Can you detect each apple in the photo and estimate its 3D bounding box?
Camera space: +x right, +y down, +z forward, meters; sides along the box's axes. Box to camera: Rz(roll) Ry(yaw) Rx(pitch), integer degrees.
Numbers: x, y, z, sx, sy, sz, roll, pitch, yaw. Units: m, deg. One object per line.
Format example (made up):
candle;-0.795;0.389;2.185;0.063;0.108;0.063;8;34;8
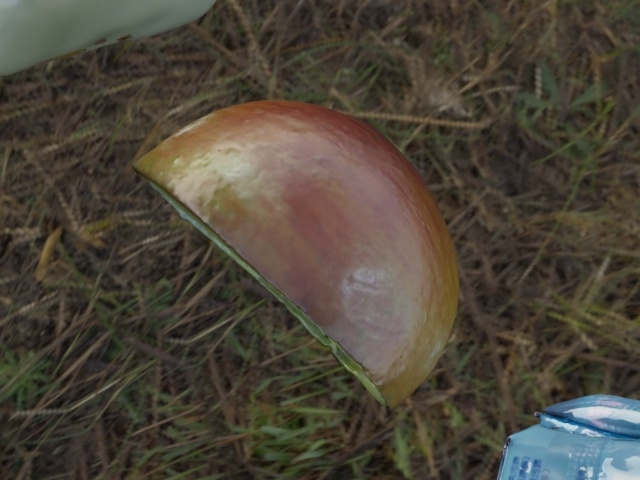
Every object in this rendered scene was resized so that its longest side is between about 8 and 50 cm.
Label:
apple;0.000;0.000;1.138;0.346;0.179;0.254;44;32;-16

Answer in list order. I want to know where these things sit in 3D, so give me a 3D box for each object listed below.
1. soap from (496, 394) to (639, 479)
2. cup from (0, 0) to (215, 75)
soap;0.156;0.227;0.673;0.077;0.156;0.293;35;66;-44
cup;-0.209;-0.239;0.821;0.202;0.173;0.255;-22;67;-36
